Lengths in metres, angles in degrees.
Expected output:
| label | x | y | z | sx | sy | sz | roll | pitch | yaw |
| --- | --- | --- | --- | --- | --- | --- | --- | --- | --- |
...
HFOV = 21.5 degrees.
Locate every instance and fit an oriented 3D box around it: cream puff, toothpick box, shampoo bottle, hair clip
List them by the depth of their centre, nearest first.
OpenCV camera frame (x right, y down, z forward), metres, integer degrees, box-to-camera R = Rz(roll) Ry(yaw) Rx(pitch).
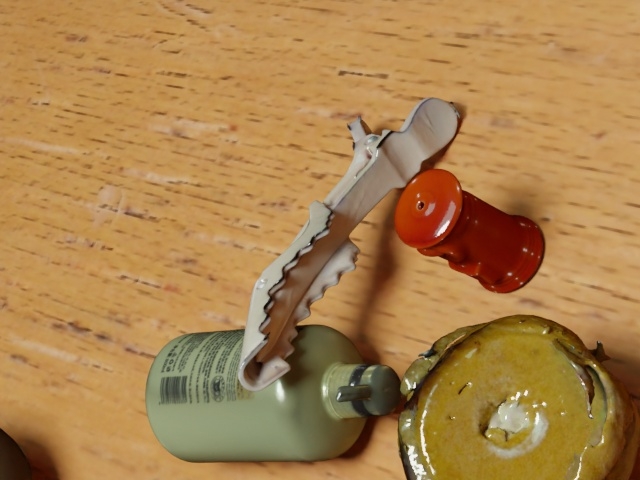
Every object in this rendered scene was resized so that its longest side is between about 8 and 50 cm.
| label | x | y | z | sx | sy | sz | roll | pitch | yaw |
| --- | --- | --- | --- | --- | --- | --- | --- | --- | --- |
| cream puff | 0.097 | 0.104 | 0.838 | 0.119 | 0.104 | 0.133 | 9 | 82 | 12 |
| toothpick box | 0.080 | -0.005 | 0.922 | 0.047 | 0.083 | 0.047 | -20 | 58 | 36 |
| hair clip | 0.000 | 0.000 | 0.971 | 0.072 | 0.034 | 0.226 | -5 | 41 | 47 |
| shampoo bottle | -0.022 | 0.088 | 0.973 | 0.162 | 0.079 | 0.079 | -7 | 65 | 40 |

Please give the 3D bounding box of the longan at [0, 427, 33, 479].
| label | x | y | z | sx | sy | sz | roll | pitch | yaw |
| --- | --- | --- | --- | --- | --- | --- | --- | --- | --- |
| longan | -0.273 | 0.183 | 1.112 | 0.185 | 0.159 | 0.204 | -24 | 15 | 13 |
